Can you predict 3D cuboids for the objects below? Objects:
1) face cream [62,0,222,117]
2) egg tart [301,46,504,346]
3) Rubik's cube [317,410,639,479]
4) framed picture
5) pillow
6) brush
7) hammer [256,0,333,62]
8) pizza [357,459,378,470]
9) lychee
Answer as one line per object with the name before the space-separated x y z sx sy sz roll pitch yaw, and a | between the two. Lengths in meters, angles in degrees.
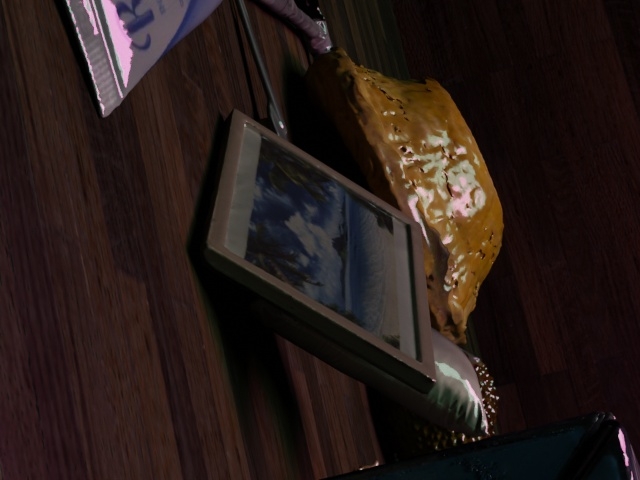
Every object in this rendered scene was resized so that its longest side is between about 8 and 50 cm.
face cream | -0.143 -0.274 1.273 0.420 0.137 0.235 -58 134 -62
egg tart | 0.127 -0.066 2.067 0.443 0.178 0.443 -24 90 -89
Rubik's cube | 0.179 0.365 1.458 0.310 0.307 0.305 58 22 -59
framed picture | 0.000 0.000 1.431 0.232 0.024 0.315 31 23 -14
pillow | 0.046 0.089 1.470 0.254 0.078 0.144 30 11 -8
brush | -0.077 -0.207 1.747 0.062 0.027 0.266 47 25 -71
hammer | -0.037 -0.291 2.051 0.427 0.044 0.152 3 71 -80
pizza | 0.090 0.334 1.731 0.201 0.053 0.193 -86 159 -63
lychee | 0.146 0.217 1.974 0.171 0.171 0.171 -16 90 -81
